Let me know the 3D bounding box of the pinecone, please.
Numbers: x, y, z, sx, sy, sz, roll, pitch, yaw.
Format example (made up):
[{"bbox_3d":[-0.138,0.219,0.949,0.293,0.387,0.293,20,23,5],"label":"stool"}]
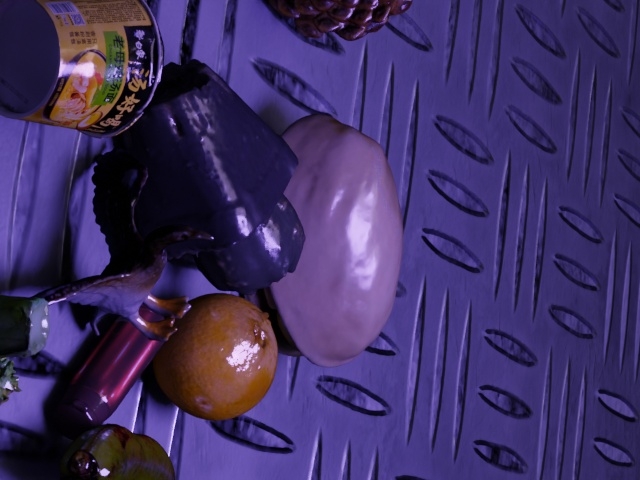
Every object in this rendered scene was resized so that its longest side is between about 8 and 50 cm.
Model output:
[{"bbox_3d":[0.032,-0.325,2.287,0.212,0.169,0.185,-21,107,-61],"label":"pinecone"}]

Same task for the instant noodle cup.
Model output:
[{"bbox_3d":[-0.239,-0.170,1.812,0.122,0.151,0.151,-1,91,-52],"label":"instant noodle cup"}]

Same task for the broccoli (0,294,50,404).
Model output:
[{"bbox_3d":[-0.308,0.083,1.614,0.194,0.194,0.219,41,47,-56],"label":"broccoli"}]

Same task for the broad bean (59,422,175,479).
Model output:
[{"bbox_3d":[-0.191,0.224,1.922,0.339,0.061,0.077,42,53,-71],"label":"broad bean"}]

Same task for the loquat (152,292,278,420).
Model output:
[{"bbox_3d":[-0.108,0.120,2.066,0.141,0.141,0.141,-1,91,-62],"label":"loquat"}]

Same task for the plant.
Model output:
[{"bbox_3d":[-0.114,-0.059,2.048,0.256,0.142,0.164,62,37,-24],"label":"plant"}]

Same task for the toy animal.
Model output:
[{"bbox_3d":[-0.175,0.020,1.892,0.272,0.197,0.160,-70,150,-41],"label":"toy animal"}]

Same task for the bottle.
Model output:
[{"bbox_3d":[-0.210,0.132,1.951,0.164,0.060,0.060,-57,138,-46],"label":"bottle"}]

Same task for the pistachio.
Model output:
[{"bbox_3d":[0.000,0.000,2.245,0.197,0.166,0.288,2,92,-39],"label":"pistachio"}]
